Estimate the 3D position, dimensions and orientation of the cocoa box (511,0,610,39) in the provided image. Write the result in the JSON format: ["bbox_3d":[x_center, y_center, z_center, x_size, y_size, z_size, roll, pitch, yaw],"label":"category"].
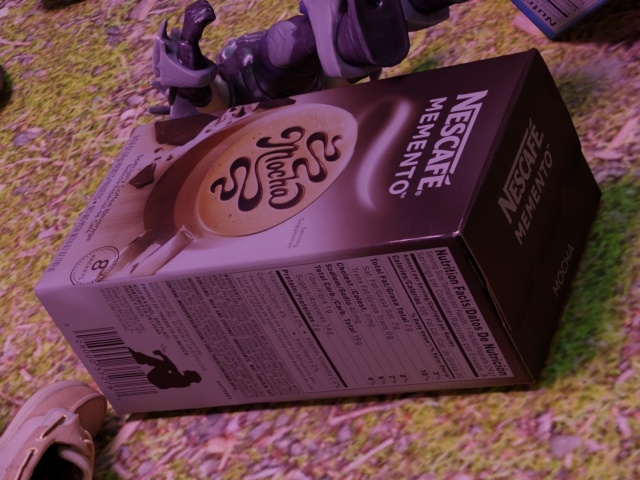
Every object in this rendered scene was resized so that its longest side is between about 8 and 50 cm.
[{"bbox_3d":[0.218,-0.348,1.222,0.347,0.231,0.228,-47,4,-16],"label":"cocoa box"}]

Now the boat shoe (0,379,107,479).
[{"bbox_3d":[-0.164,0.137,1.103,0.059,0.063,0.170,14,25,18],"label":"boat shoe"}]

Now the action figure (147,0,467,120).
[{"bbox_3d":[-0.007,-0.136,1.232,0.185,0.099,0.285,-23,0,-32],"label":"action figure"}]

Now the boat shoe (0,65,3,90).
[{"bbox_3d":[-0.406,-0.158,1.686,0.324,0.123,0.116,26,95,43],"label":"boat shoe"}]

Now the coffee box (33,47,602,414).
[{"bbox_3d":[0.000,0.000,1.115,0.297,0.119,0.168,-8,38,31],"label":"coffee box"}]
